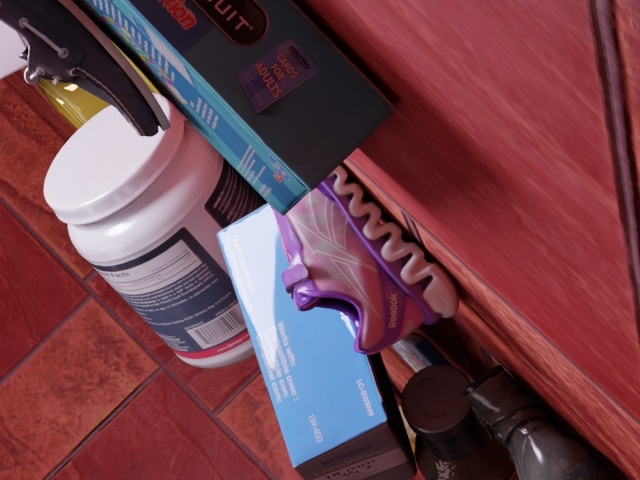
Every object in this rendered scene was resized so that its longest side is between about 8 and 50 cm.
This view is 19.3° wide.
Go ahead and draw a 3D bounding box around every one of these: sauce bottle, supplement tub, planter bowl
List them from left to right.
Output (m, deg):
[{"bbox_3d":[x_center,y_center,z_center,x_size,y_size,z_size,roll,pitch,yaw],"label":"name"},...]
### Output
[{"bbox_3d":[-0.262,-0.175,2.171,0.217,0.090,0.217,46,173,7],"label":"planter bowl"},{"bbox_3d":[-0.152,-0.008,2.046,0.272,0.191,0.191,50,172,-32],"label":"supplement tub"},{"bbox_3d":[0.155,0.223,1.870,0.111,0.111,0.344,42,174,32],"label":"sauce bottle"}]

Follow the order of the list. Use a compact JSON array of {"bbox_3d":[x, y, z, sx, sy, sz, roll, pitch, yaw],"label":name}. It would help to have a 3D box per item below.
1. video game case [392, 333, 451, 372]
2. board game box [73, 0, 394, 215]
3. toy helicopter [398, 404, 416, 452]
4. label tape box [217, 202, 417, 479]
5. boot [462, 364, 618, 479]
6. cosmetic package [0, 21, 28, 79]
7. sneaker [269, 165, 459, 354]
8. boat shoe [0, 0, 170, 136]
[{"bbox_3d":[0.124,0.142,2.001,0.119,0.015,0.166,47,173,-10],"label":"video game case"},{"bbox_3d":[-0.106,-0.169,1.259,0.336,0.079,0.254,46,174,-2],"label":"board game box"},{"bbox_3d":[0.061,0.215,2.530,0.355,0.140,0.235,22,148,49],"label":"toy helicopter"},{"bbox_3d":[-0.007,0.095,1.752,0.334,0.105,0.241,64,-173,-70],"label":"label tape box"},{"bbox_3d":[0.205,0.206,1.683,0.161,0.083,0.246,50,171,31],"label":"boot"},{"bbox_3d":[-0.434,-0.284,2.147,0.217,0.156,0.385,62,171,-13],"label":"cosmetic package"},{"bbox_3d":[0.000,0.000,1.526,0.236,0.104,0.095,46,175,6],"label":"sneaker"},{"bbox_3d":[-0.195,-0.142,1.357,0.206,0.065,0.075,46,174,-7],"label":"boat shoe"}]
